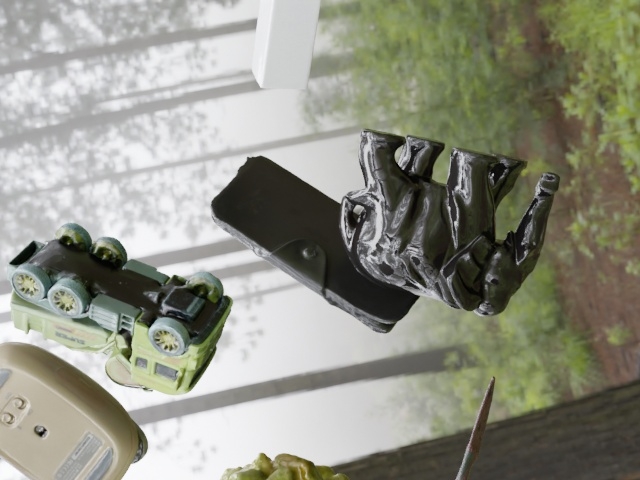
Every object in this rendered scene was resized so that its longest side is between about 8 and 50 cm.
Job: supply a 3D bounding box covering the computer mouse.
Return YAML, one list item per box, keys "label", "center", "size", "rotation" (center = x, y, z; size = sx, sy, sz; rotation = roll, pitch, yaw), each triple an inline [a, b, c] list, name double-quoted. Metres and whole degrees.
- label: "computer mouse"
  center: [-0.333, 0.225, 1.195]
  size: [0.237, 0.145, 0.082]
  rotation: [36, -171, -4]

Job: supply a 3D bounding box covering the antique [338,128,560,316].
- label: "antique"
  center: [0.189, -0.025, 1.491]
  size: [0.185, 0.323, 0.254]
  rotation: [-80, 1, -83]

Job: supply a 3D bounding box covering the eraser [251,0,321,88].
- label: "eraser"
  center: [-0.043, -0.379, 1.457]
  size: [0.076, 0.078, 0.298]
  rotation: [-114, 29, -51]

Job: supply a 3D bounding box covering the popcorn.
- label: "popcorn"
  center: [-0.062, 0.418, 1.374]
  size: [0.259, 0.259, 0.212]
  rotation: [101, 168, -70]

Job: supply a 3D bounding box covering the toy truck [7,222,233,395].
- label: "toy truck"
  center: [-0.181, 0.070, 0.842]
  size: [0.085, 0.191, 0.116]
  rotation: [-62, -10, -52]

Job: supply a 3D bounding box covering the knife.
- label: "knife"
  center: [0.218, 0.316, 1.393]
  size: [0.035, 0.018, 0.247]
  rotation: [34, -108, -51]

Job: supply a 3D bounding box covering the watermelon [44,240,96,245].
- label: "watermelon"
  center: [-0.428, 0.037, 1.675]
  size: [0.181, 0.092, 0.075]
  rotation: [7, -99, -89]

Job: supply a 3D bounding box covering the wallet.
- label: "wallet"
  center: [0.000, 0.000, 1.598]
  size: [0.197, 0.378, 0.051]
  rotation: [-50, -10, -44]
